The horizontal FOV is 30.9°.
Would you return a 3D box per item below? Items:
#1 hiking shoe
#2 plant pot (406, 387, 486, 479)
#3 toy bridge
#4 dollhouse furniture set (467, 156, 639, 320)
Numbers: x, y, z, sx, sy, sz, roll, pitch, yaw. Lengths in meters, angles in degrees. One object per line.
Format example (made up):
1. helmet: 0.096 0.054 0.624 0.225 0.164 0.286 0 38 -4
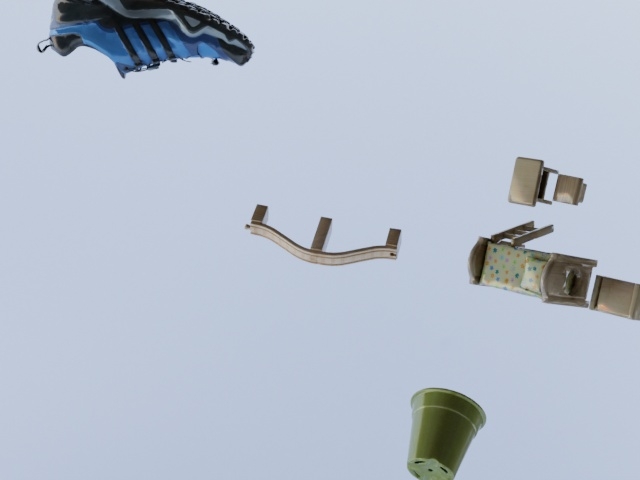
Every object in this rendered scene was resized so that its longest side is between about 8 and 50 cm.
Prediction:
1. hiking shoe: -0.250 -0.297 1.700 0.304 0.132 0.113 16 -164 -13
2. plant pot: 0.124 0.210 1.212 0.083 0.083 0.079 22 -127 2
3. toy bridge: 0.000 0.000 1.384 0.188 0.026 0.063 10 -134 8
4. dollhouse furniture set: 0.279 -0.008 1.316 0.182 0.161 0.101 13 -177 43
